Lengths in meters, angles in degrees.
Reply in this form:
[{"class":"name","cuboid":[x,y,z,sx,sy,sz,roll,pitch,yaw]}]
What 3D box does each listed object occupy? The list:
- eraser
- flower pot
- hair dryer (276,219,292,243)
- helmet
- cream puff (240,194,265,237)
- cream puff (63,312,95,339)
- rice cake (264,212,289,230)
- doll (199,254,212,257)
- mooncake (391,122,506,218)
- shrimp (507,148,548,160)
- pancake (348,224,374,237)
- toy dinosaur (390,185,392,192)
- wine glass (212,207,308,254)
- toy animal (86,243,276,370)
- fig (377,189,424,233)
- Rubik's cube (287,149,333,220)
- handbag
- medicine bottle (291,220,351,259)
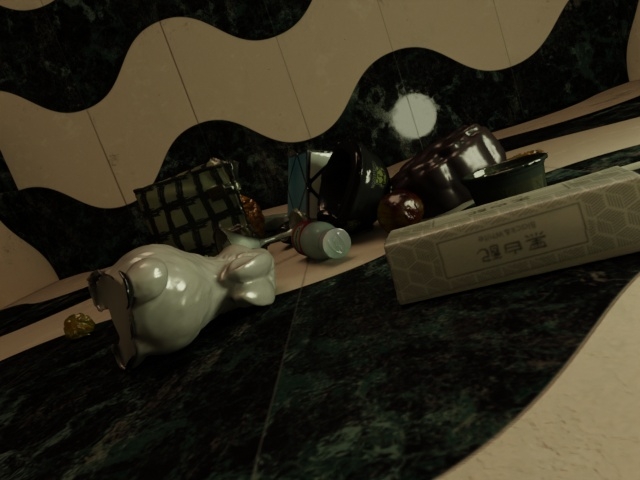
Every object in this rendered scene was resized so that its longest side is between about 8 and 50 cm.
[{"class":"eraser","cuboid":[0.289,-0.014,0.657,0.403,0.097,0.098,-17,9,19]},{"class":"flower pot","cuboid":[0.352,-0.089,0.917,0.157,0.107,0.157,-20,7,2]},{"class":"hair dryer","cuboid":[-0.010,-0.035,1.516,0.218,0.075,0.195,-4,6,22]},{"class":"helmet","cuboid":[0.099,-0.130,1.275,0.160,0.231,0.278,13,-19,-22]},{"class":"cream puff","cuboid":[-0.368,-0.059,1.798,0.326,0.231,0.343,-15,10,9]},{"class":"cream puff","cuboid":[-0.617,0.223,1.262,0.083,0.083,0.058,-28,-37,15]},{"class":"rice cake","cuboid":[-0.178,-0.074,1.991,0.062,0.066,0.336,-15,7,-26]},{"class":"doll","cuboid":[-0.334,0.085,1.388,0.078,0.077,0.113,-9,12,9]},{"class":"mooncake","cuboid":[0.304,-0.177,1.220,0.282,0.141,0.283,-34,11,7]},{"class":"shrimp","cuboid":[0.476,-0.174,1.296,0.287,0.063,0.152,-27,0,-29]},{"class":"pancake","cuboid":[0.096,-0.025,1.339,0.114,0.011,0.115,-18,12,4]},{"class":"toy dinosaur","cuboid":[0.308,-0.179,1.603,0.382,0.076,0.129,-21,16,14]},{"class":"wine glass","cuboid":[-0.146,0.003,1.294,0.232,0.156,0.156,-20,9,-26]},{"class":"toy animal","cuboid":[-0.219,0.083,0.916,0.357,0.194,0.257,-17,-4,-40]},{"class":"fig","cuboid":[0.173,-0.065,1.150,0.109,0.103,0.154,-1,2,-23]},{"class":"Rubik's cube","cuboid":[0.023,-0.161,1.499,0.207,0.205,0.205,-2,5,-21]},{"class":"handbag","cuboid":[-0.357,-0.061,1.497,0.326,0.326,0.162,-15,13,25]},{"class":"medicine bottle","cuboid":[0.000,0.000,1.155,0.090,0.091,0.216,-22,10,-17]}]
